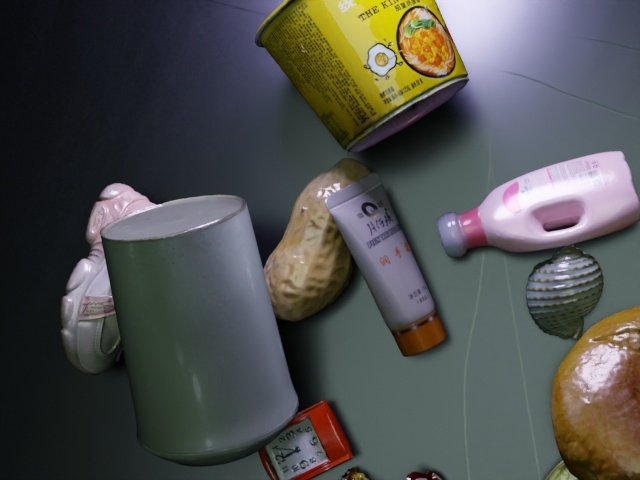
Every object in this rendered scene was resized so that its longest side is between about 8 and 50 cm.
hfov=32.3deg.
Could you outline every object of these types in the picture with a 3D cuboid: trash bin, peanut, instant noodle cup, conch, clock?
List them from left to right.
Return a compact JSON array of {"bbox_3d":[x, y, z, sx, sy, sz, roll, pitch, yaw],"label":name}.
[{"bbox_3d":[-0.201,0.162,1.845,0.280,0.280,0.432,-7,106,12],"label":"trash bin"},{"bbox_3d":[-0.031,0.365,1.950,0.155,0.061,0.113,-28,78,12],"label":"clock"},{"bbox_3d":[0.000,0.000,1.948,0.149,0.149,0.313,21,85,14],"label":"peanut"},{"bbox_3d":[0.086,-0.318,1.886,0.325,0.325,0.254,-31,86,8],"label":"instant noodle cup"},{"bbox_3d":[0.406,0.083,1.864,0.135,0.102,0.153,7,78,35],"label":"conch"}]

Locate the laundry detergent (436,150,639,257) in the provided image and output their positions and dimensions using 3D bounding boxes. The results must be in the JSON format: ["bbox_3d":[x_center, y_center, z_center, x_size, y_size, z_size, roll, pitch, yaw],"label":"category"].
[{"bbox_3d":[0.368,-0.048,1.882,0.335,0.088,0.159,-17,51,12],"label":"laundry detergent"}]

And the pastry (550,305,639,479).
[{"bbox_3d":[0.539,0.265,1.757,0.356,0.164,0.356,-3,68,9],"label":"pastry"}]

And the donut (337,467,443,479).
[{"bbox_3d":[0.114,0.491,1.881,0.230,0.096,0.216,10,86,13],"label":"donut"}]

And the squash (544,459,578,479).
[{"bbox_3d":[0.487,0.460,1.824,0.252,0.049,0.252,-2,82,12],"label":"squash"}]

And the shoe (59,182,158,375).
[{"bbox_3d":[-0.340,0.081,1.995,0.198,0.172,0.351,13,89,10],"label":"shoe"}]

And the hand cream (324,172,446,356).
[{"bbox_3d":[0.118,0.042,1.903,0.089,0.139,0.314,-22,98,50],"label":"hand cream"}]
